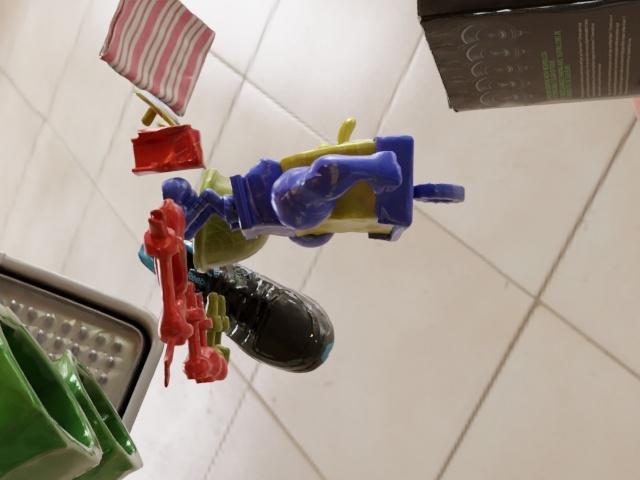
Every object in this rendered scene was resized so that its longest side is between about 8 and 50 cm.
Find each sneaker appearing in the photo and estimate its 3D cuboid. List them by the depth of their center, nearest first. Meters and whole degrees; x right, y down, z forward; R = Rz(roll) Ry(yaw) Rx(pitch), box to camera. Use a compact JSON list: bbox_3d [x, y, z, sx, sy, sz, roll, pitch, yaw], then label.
[{"bbox_3d":[-0.134,0.093,1.466,0.341,0.140,0.125,28,91,28],"label":"sneaker"}]

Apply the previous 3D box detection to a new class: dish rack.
[{"bbox_3d":[-0.396,0.177,1.267,0.072,0.333,0.285,119,171,-66],"label":"dish rack"}]

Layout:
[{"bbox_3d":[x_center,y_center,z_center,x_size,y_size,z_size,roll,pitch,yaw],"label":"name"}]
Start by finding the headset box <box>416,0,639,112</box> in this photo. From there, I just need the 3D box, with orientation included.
[{"bbox_3d":[0.181,-0.212,0.537,0.283,0.131,0.246,-3,75,15],"label":"headset box"}]

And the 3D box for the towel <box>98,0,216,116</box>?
[{"bbox_3d":[-0.223,-0.276,1.381,0.029,0.197,0.144,14,78,32],"label":"towel"}]

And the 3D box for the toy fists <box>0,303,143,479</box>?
[{"bbox_3d":[-0.176,0.102,0.447,0.096,0.142,0.279,57,169,9],"label":"toy fists"}]

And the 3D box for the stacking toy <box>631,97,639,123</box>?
[{"bbox_3d":[0.427,-0.238,1.059,0.350,0.351,0.479,-50,57,30],"label":"stacking toy"}]

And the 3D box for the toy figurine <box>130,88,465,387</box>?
[{"bbox_3d":[0.000,0.000,0.735,0.362,0.217,0.191,89,173,-82],"label":"toy figurine"}]
